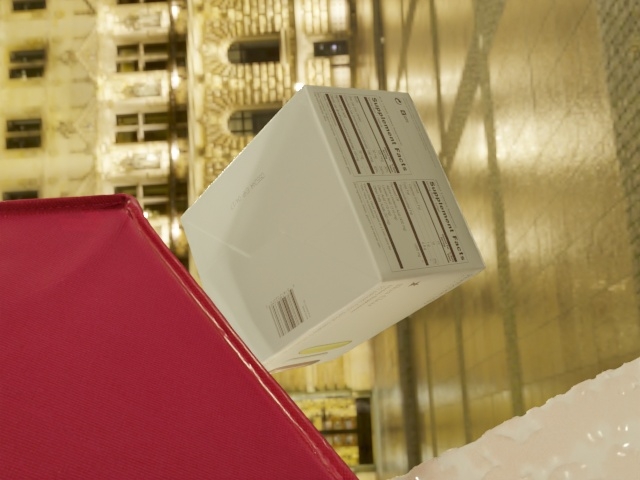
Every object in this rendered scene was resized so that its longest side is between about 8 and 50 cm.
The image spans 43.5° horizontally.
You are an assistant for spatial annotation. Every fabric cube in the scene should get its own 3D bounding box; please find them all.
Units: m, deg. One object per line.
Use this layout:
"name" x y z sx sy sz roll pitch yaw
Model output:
"fabric cube" -0.178 0.156 0.406 0.254 0.259 0.258 46 124 31

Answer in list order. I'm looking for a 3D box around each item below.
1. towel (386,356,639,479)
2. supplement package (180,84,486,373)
"towel" 0.206 0.273 0.611 0.053 0.332 0.317 52 -166 -41
"supplement package" 0.000 0.000 0.830 0.262 0.145 0.204 -39 65 45
